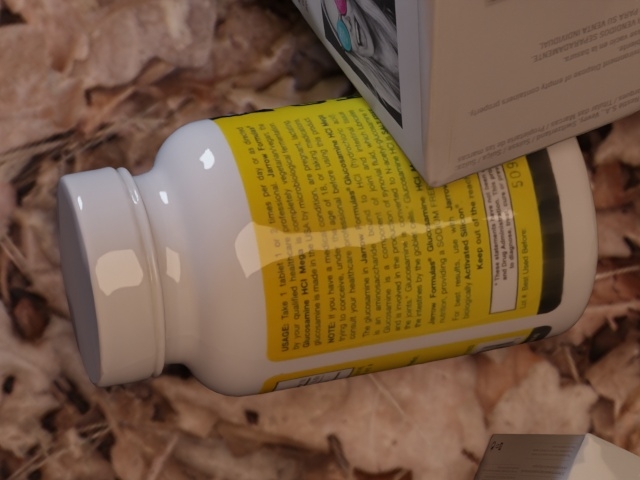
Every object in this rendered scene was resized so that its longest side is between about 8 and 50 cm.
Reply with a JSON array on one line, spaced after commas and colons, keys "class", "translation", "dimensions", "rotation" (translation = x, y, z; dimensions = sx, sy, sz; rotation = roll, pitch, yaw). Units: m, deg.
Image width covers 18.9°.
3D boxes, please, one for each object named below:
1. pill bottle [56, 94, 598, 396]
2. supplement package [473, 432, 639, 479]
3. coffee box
[{"class": "pill bottle", "translation": [0.000, 0.000, 1.288], "dimensions": [0.334, 0.188, 0.188], "rotation": [-9, 86, -15]}, {"class": "supplement package", "translation": [0.171, 0.251, 1.301], "dimensions": [0.149, 0.194, 0.203], "rotation": [26, 79, -9]}, {"class": "coffee box", "translation": [0.141, -0.307, 1.217], "dimensions": [0.338, 0.338, 0.334], "rotation": [-21, 49, -16]}]
